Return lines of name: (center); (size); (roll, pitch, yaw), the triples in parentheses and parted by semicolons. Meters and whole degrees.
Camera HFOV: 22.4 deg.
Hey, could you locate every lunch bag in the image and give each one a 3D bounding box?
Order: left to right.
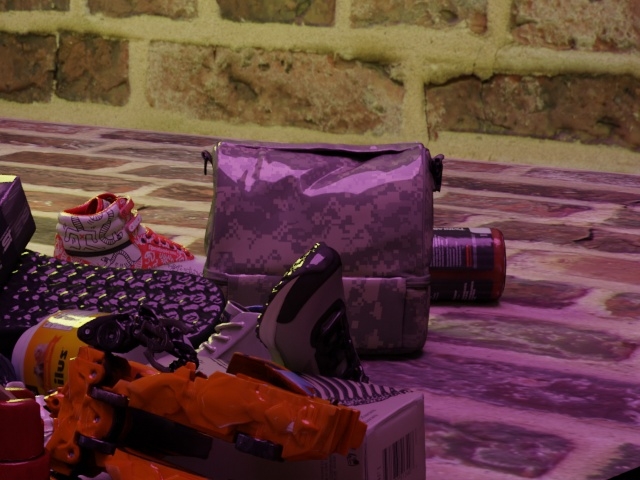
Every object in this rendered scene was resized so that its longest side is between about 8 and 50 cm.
lunch bag: (0.000, 0.000, 2.035); (0.305, 0.256, 0.212); (2, 12, 1)

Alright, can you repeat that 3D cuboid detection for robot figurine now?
robot figurine: (-0.113, 0.174, 1.358); (0.291, 0.211, 0.085); (15, -3, 33)

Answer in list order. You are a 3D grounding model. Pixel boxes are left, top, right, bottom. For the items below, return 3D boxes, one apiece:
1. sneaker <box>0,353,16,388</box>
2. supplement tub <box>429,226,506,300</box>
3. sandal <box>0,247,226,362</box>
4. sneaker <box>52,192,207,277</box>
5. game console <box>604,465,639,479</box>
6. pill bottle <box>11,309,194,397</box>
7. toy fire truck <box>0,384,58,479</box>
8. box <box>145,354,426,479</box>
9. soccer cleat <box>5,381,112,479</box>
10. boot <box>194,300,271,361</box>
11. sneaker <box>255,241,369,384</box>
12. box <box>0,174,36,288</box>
sneaker: (-0.409, 0.177, 1.637); (0.209, 0.069, 0.082); (-19, -16, -34)
supplement tub: (0.157, 0.032, 2.272); (0.198, 0.106, 0.106); (1, 11, -4)
sandal: (-0.323, 0.098, 1.879); (0.446, 0.107, 0.167); (9, 40, 18)
sneaker: (-0.245, 0.006, 2.252); (0.270, 0.145, 0.090); (-5, 13, -30)
game console: (0.357, 0.231, 1.473); (0.213, 0.044, 0.361); (12, 16, 43)
pill bottle: (-0.226, 0.131, 1.638); (0.117, 0.117, 0.215); (-8, 6, -38)
toy fire truck: (-0.294, 0.148, 1.294); (0.158, 0.246, 0.217); (-6, 14, -35)
box: (-0.048, 0.174, 1.448); (0.275, 0.094, 0.113); (7, 16, 30)
soccer cleat: (-0.258, 0.189, 1.522); (0.068, 0.076, 0.196); (-7, 14, -35)
boot: (-0.107, 0.124, 1.742); (0.258, 0.123, 0.095); (0, 11, -7)
sneaker: (0.003, 0.109, 1.527); (0.108, 0.271, 0.100); (26, 49, 22)
box: (-0.569, 0.041, 1.838); (0.395, 0.097, 0.318); (3, 42, 16)
